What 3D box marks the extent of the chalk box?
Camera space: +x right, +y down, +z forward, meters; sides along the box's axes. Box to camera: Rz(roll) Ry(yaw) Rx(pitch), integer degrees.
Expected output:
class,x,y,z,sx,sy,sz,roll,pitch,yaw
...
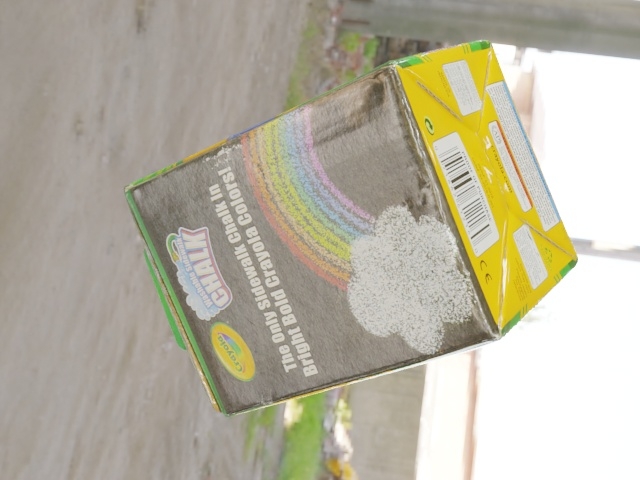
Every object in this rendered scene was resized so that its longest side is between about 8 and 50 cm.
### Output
class,x,y,z,sx,sy,sz,roll,pitch,yaw
chalk box,0.000,0.000,0.517,0.132,0.213,0.132,-27,96,-57
